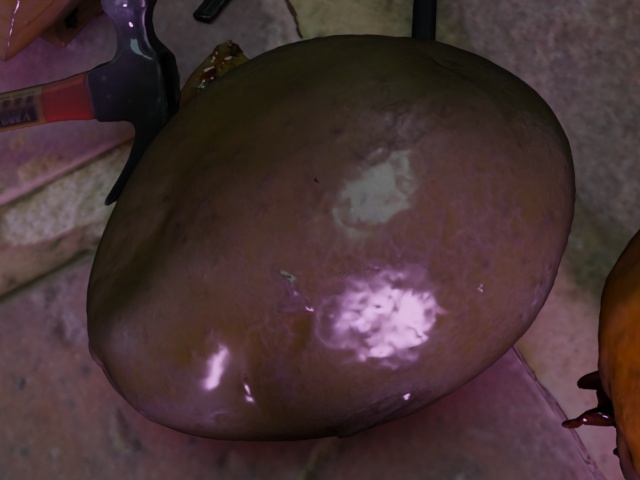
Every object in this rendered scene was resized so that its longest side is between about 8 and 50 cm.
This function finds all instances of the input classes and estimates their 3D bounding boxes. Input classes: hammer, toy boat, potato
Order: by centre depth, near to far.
[{"bbox_3d":[0.000,0.000,0.592,0.235,0.160,0.178,-34,24,5],"label":"potato"},{"bbox_3d":[-0.212,-0.060,0.694,0.287,0.033,0.111,-9,105,11],"label":"hammer"},{"bbox_3d":[-0.126,-0.177,0.740,0.057,0.077,0.200,33,71,15],"label":"toy boat"}]

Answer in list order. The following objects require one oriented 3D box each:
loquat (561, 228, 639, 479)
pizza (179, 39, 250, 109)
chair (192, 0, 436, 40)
[{"bbox_3d":[0.210,0.045,0.524,0.234,0.176,0.187,-17,103,9],"label":"loquat"},{"bbox_3d":[-0.046,-0.071,0.702,0.100,0.029,0.099,-15,61,-1],"label":"pizza"},{"bbox_3d":[0.013,-0.249,0.714,0.172,0.159,0.247,16,67,17],"label":"chair"}]
